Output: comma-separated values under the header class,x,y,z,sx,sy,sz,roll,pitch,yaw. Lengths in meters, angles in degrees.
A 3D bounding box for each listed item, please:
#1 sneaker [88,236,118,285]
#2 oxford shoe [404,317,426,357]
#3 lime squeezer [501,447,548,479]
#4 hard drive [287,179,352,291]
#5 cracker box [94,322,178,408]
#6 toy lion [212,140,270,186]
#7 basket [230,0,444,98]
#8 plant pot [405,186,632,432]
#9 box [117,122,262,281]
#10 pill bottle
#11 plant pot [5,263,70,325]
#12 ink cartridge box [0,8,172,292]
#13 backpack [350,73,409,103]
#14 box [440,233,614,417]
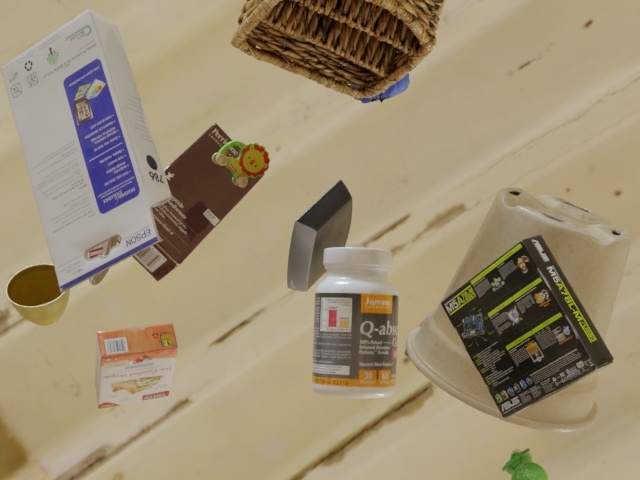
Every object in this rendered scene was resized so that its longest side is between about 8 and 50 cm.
class,x,y,z,sx,sy,sz,roll,pitch,yaw
sneaker,-0.405,0.016,1.532,0.067,0.118,0.042,22,7,11
oxford shoe,0.296,0.247,2.248,0.076,0.212,0.076,43,-35,-8
lime squeezer,0.339,0.375,1.365,0.110,0.058,0.310,31,8,-13
hard drive,0.000,0.000,1.875,0.054,0.172,0.254,36,-32,18
cracker box,-0.393,0.268,1.820,0.232,0.156,0.067,111,-33,-52
toy lion,-0.154,-0.164,1.742,0.100,0.096,0.034,47,-11,-26
basket,0.043,-0.369,1.414,0.299,0.223,0.213,18,3,-31
plant pot,0.346,0.092,1.403,0.334,0.334,0.305,33,-67,40
box,-0.330,-0.099,2.140,0.191,0.381,0.143,45,-39,-10
pill bottle,0.067,0.156,1.643,0.162,0.162,0.278,-6,-99,63
plant pot,-0.608,0.130,1.883,0.134,0.134,0.095,38,-35,34
ink cartridge box,-0.296,-0.112,1.102,0.065,0.165,0.332,18,51,-64
backpack,0.129,-0.348,1.871,0.120,0.101,0.098,-3,-66,49
box,0.263,0.116,1.126,0.190,0.045,0.184,-48,-119,49
